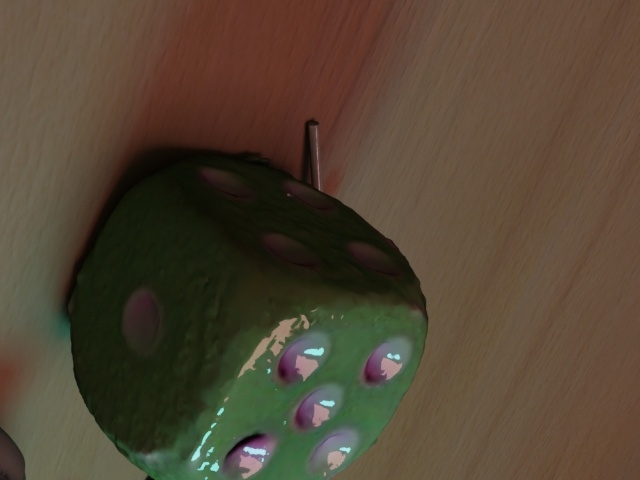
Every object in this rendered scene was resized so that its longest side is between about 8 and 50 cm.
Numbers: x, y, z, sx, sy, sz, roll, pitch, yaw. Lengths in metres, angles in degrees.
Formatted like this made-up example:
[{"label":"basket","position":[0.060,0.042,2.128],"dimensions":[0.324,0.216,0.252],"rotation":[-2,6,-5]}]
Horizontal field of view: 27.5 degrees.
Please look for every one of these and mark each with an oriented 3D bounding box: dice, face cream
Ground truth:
[{"label":"dice","position":[-0.087,0.106,1.586],"dimensions":[0.330,0.322,0.318],"rotation":[6,120,-46]},{"label":"face cream","position":[-0.423,0.279,1.595],"dimensions":[0.117,0.117,0.104],"rotation":[-31,133,-20]}]

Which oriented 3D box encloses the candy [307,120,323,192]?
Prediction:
[{"label":"candy","position":[0.000,0.000,1.789],"dimensions":[0.124,0.124,0.365],"rotation":[-23,127,-29]}]
